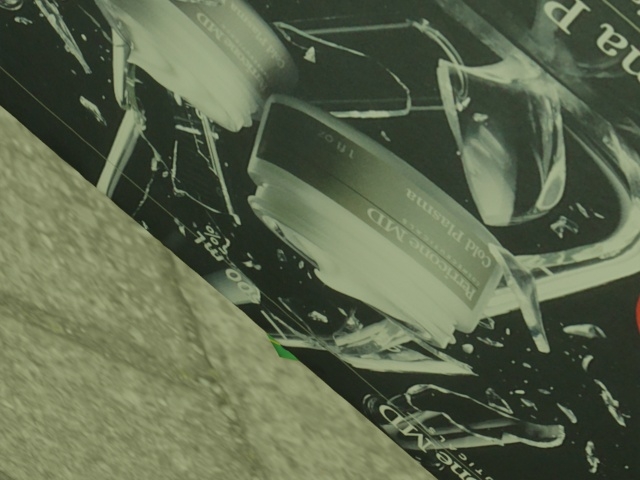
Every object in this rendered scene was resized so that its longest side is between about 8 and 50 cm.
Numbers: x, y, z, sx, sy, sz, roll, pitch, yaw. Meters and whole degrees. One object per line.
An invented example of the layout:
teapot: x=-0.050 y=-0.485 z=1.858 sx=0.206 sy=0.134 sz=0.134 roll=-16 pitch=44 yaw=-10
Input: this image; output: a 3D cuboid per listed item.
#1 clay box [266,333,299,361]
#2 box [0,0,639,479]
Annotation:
clay box: x=0.000 y=0.000 z=0.854 sx=0.127 sy=0.053 sz=0.222 roll=7 pitch=135 yaw=45
box: x=0.068 y=-0.080 z=0.546 sx=0.343 sy=0.179 sz=0.312 roll=41 pitch=151 yaw=2
